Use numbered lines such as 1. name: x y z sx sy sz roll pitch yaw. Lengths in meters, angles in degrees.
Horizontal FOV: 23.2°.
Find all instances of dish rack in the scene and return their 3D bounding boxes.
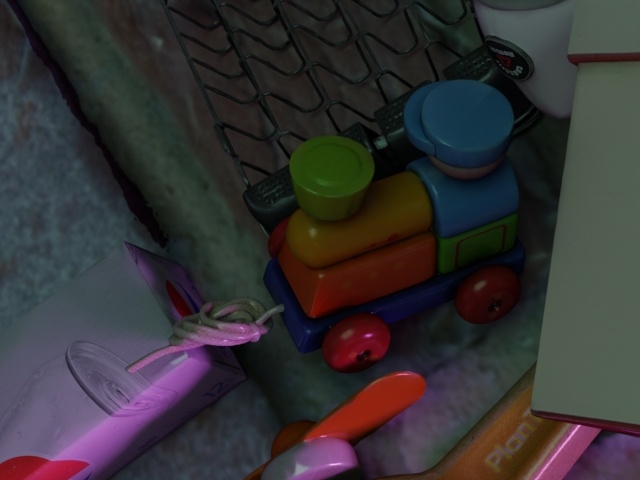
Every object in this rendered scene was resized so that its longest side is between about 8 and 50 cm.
1. dish rack: -0.001 -0.152 1.022 0.208 0.074 0.271 -30 67 11

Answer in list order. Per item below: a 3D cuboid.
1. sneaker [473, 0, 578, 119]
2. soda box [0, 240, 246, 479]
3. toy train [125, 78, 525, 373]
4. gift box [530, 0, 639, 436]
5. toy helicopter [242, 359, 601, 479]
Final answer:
1. sneaker: 0.222 -0.199 0.933 0.330 0.146 0.122 -37 38 -14
2. soda box: -0.196 0.126 1.016 0.286 0.091 0.098 -36 68 10
3. toy train: 0.000 0.000 0.893 0.248 0.143 0.105 -19 54 -14
4. gift box: 0.269 -0.013 0.789 0.255 0.276 0.258 5 83 35
5. toy helicopter: 0.071 0.151 0.908 0.355 0.140 0.235 -48 56 -7
